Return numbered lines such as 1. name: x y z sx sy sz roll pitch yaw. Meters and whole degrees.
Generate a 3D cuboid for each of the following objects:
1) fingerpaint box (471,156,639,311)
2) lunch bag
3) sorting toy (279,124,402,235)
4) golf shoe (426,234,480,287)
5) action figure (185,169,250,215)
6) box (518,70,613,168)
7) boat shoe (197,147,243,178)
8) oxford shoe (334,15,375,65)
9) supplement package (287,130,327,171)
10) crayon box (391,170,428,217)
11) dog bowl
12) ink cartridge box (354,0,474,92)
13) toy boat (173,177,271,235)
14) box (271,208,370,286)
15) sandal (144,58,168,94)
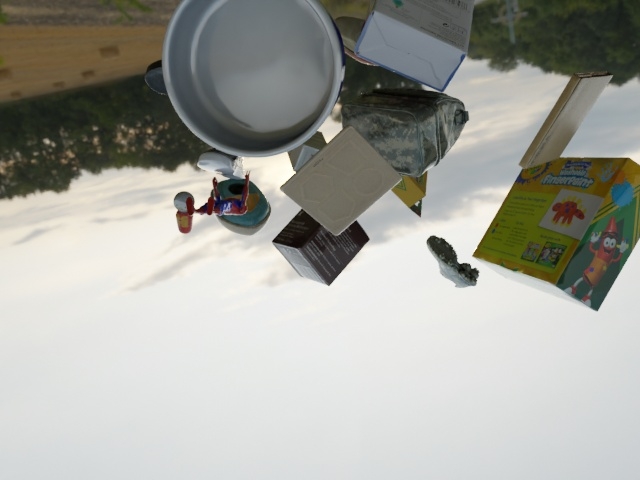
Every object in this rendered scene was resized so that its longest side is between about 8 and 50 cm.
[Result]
1. fingerpaint box: 0.675 -0.040 1.756 0.163 0.371 0.445 30 179 -16
2. lunch bag: 0.243 -0.340 1.828 0.305 0.212 0.256 17 -142 41
3. sorting toy: 0.043 -0.122 1.298 0.193 0.208 0.038 -41 -138 13
4. golf shoe: 0.322 0.063 1.610 0.086 0.176 0.069 -35 -166 51
5. action figure: -0.266 -0.131 1.707 0.092 0.139 0.280 2 -179 14
6. box: 0.485 -0.238 1.238 0.164 0.201 0.021 -18 -129 -44
7. boat shoe: -0.283 -0.249 1.856 0.108 0.102 0.301 8 179 8
8. oxford shoe: 0.220 -0.600 1.862 0.397 0.140 0.146 16 160 -3
9. supplement package: -0.042 -0.303 2.130 0.105 0.105 0.179 14 -152 -20
10. crayon box: 0.260 -0.246 2.105 0.081 0.318 0.202 -39 -162 28
11. dog bowl: -0.095 -0.264 0.943 0.265 0.264 0.104 -9 -163 11
12. ink cartridge box: 0.268 -0.622 1.700 0.270 0.151 0.395 22 -125 -8
13. toy boat: -0.320 -0.114 2.042 0.318 0.148 0.267 -13 -137 -24
14. box: 0.000 0.000 1.881 0.203 0.167 0.168 -49 -150 -18
15. sandal: -0.364 -0.537 1.994 0.446 0.107 0.167 -13 150 27
